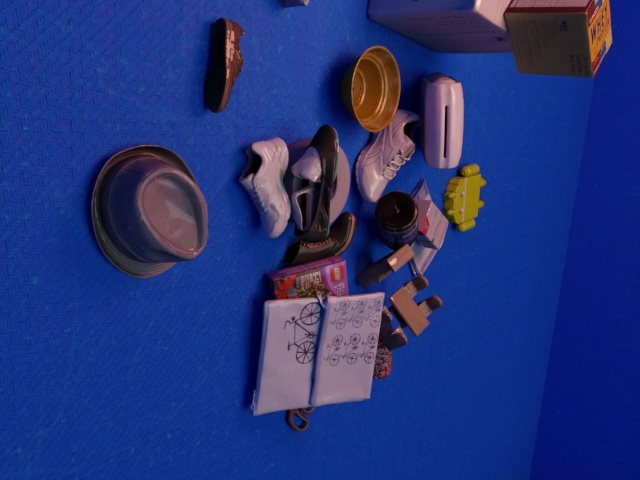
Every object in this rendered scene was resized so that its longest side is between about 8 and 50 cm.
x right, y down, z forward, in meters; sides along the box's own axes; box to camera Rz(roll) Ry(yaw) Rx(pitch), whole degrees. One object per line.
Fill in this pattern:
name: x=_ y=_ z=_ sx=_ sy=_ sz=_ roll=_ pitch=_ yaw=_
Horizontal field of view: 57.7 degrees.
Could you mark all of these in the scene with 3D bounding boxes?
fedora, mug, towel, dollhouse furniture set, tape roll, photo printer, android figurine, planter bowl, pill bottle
fedora: x=-0.298 y=-0.047 z=1.106 sx=0.244 sy=0.124 sz=0.275 roll=-42 pitch=130 yaw=-34
mug: x=0.184 y=0.333 z=1.814 sx=0.150 sy=0.113 sz=0.169 roll=-42 pitch=137 yaw=-39
towel: x=0.339 y=-0.037 z=1.954 sx=0.209 sy=0.034 sz=0.285 roll=-52 pitch=135 yaw=-28
dollhouse furniture set: x=0.245 y=0.159 z=1.707 sx=0.212 sy=0.161 sz=0.242 roll=-35 pitch=89 yaw=-40
tape roll: x=-0.019 y=-0.144 z=1.456 sx=0.219 sy=0.072 sz=0.219 roll=-20 pitch=117 yaw=-47
photo printer: x=0.349 y=-0.350 z=1.698 sx=0.307 sy=0.107 sz=0.256 roll=-76 pitch=164 yaw=-69
android figurine: x=0.531 y=-0.155 z=2.136 sx=0.273 sy=0.056 sz=0.248 roll=-17 pitch=114 yaw=-49
planter bowl: x=0.114 y=-0.397 z=1.526 sx=0.217 sy=0.090 sz=0.217 roll=-19 pitch=115 yaw=-46
pill bottle: x=0.227 y=-0.047 z=1.704 sx=0.123 sy=0.122 sz=0.219 roll=-63 pitch=163 yaw=-15

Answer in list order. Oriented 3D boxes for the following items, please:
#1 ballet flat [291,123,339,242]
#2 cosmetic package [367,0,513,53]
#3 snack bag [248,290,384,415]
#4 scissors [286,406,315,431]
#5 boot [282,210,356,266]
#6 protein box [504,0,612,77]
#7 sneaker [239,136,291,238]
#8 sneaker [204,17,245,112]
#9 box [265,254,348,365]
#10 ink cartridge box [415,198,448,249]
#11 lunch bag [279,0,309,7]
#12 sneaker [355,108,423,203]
ballet flat: x=-0.016 y=-0.126 z=1.338 sx=0.096 sy=0.095 sz=0.280 roll=-6 pitch=106 yaw=-37
cosmetic package: x=0.390 y=-0.718 z=1.572 sx=0.393 sy=0.329 sz=0.327 roll=0 pitch=101 yaw=-50
snack bag: x=-0.004 y=0.286 z=1.480 sx=0.342 sy=0.037 sz=0.323 roll=1 pitch=106 yaw=-26
scissors: x=-0.091 y=0.428 z=1.581 sx=0.109 sy=0.021 sz=0.297 roll=-58 pitch=138 yaw=-22
boot: x=0.000 y=0.000 z=1.497 sx=0.137 sy=0.077 sz=0.198 roll=24 pitch=97 yaw=-46
protein box: x=0.605 y=-0.538 z=1.470 sx=0.136 sy=0.201 sz=0.200 roll=-57 pitch=139 yaw=-19
sneaker: x=-0.137 y=-0.117 z=1.324 sx=0.115 sy=0.090 sz=0.232 roll=-10 pitch=100 yaw=-42
sneaker: x=-0.187 y=-0.354 z=1.194 sx=0.071 sy=0.066 sz=0.188 roll=-2 pitch=103 yaw=-51
box: x=-0.024 y=0.201 z=1.498 sx=0.201 sy=0.057 sz=0.293 roll=-14 pitch=112 yaw=-22
ink cartridge box: x=0.348 y=-0.050 z=1.886 sx=0.150 sy=0.063 sz=0.109 roll=39 pitch=67 yaw=-48
lunch bag: x=-0.049 y=-0.565 z=1.293 sx=0.053 sy=0.071 sz=0.083 roll=33 pitch=75 yaw=-48
sneaker: x=0.191 y=-0.244 z=1.636 sx=0.111 sy=0.129 sz=0.297 roll=25 pitch=82 yaw=-52
